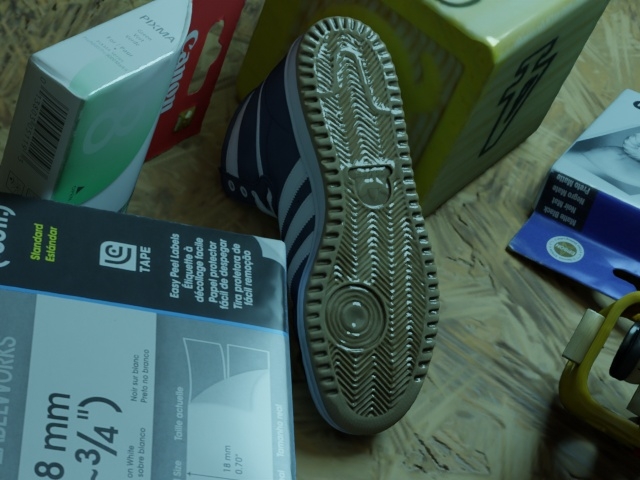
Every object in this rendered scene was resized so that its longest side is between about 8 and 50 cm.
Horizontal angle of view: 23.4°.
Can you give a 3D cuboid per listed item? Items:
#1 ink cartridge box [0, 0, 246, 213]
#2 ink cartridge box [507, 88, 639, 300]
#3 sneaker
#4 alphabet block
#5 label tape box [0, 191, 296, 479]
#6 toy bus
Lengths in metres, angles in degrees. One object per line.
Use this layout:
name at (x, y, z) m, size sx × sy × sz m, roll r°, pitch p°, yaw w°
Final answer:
ink cartridge box at (-0.118, -0.081, 1.038) m, size 0.056 × 0.181 × 0.225 m, roll 42°, pitch 45°, yaw 17°
ink cartridge box at (0.293, -0.019, 1.221) m, size 0.223 × 0.045 × 0.224 m, roll 26°, pitch 42°, yaw 18°
sneaker at (0.000, 0.000, 1.085) m, size 0.099 × 0.153 × 0.282 m, roll 0°, pitch 78°, yaw -26°
alphabet block at (0.082, -0.162, 1.192) m, size 0.192 × 0.193 × 0.197 m, roll 39°, pitch 46°, yaw 17°
label tape box at (-0.187, 0.091, 0.897) m, size 0.334 × 0.106 × 0.240 m, roll 10°, pitch 45°, yaw -14°
toy bus at (0.212, 0.085, 1.008) m, size 0.104 × 0.202 × 0.191 m, roll 29°, pitch 39°, yaw 6°
